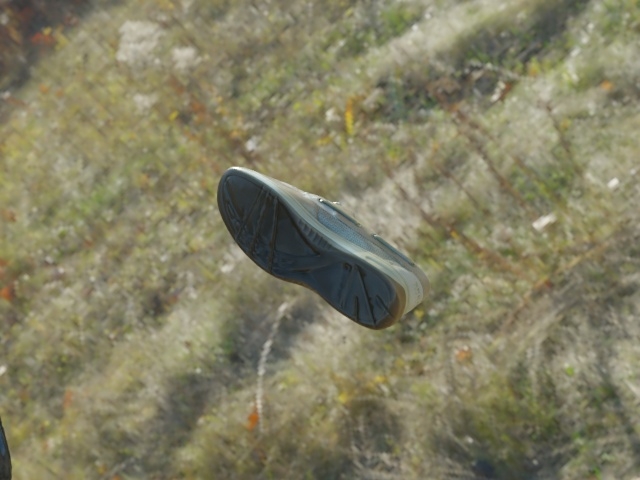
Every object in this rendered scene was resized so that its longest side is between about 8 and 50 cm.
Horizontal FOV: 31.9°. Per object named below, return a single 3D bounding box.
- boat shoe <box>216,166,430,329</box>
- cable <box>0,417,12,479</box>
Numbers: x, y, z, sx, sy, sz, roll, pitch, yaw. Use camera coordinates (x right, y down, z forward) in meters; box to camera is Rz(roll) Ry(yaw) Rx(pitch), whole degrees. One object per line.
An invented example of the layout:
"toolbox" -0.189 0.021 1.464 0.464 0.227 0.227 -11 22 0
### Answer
"boat shoe" 0.000 0.000 1.400 0.098 0.302 0.109 -26 -38 -50
"cable" -0.420 0.145 1.306 0.072 0.287 0.139 -5 1 -35
